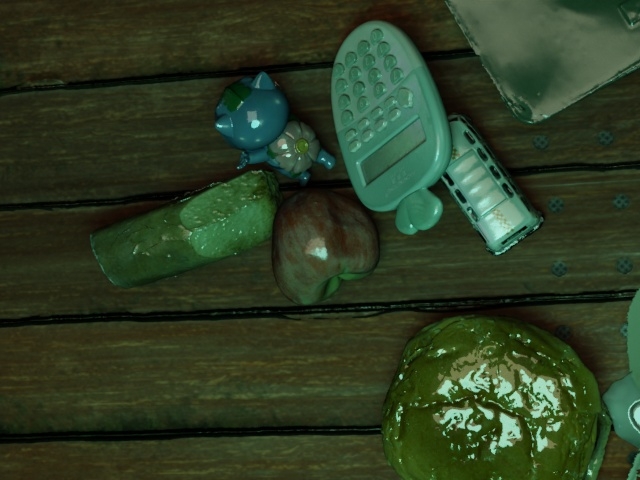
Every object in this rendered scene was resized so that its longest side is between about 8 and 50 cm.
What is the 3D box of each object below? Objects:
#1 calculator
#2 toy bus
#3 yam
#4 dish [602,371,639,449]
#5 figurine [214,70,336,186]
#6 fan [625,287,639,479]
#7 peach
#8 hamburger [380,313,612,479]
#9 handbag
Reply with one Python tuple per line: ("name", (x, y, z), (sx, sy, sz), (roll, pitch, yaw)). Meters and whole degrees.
("calculator", (0.092, -0.145, 1.695), (0.184, 0.042, 0.295), (-36, 64, 45))
("toy bus", (0.202, -0.078, 1.699), (0.087, 0.089, 0.194), (-35, 82, 11))
("yam", (-0.175, -0.013, 1.784), (0.259, 0.106, 0.106), (-20, 86, 14))
("dish", (0.421, 0.235, 1.677), (0.091, 0.039, 0.137), (-28, 83, 12))
("figurine", (-0.069, -0.148, 1.753), (0.114, 0.144, 0.178), (-45, 116, 10))
("fan", (0.437, 0.184, 1.621), (0.233, 0.012, 0.415), (34, 103, 52))
("peach", (0.000, 0.000, 1.733), (0.152, 0.152, 0.152), (0, 91, 13))
("hamburger", (0.223, 0.230, 1.675), (0.284, 0.134, 0.266), (18, 93, 14))
("handbag", (0.310, -0.304, 1.678), (0.260, 0.079, 0.248), (-29, 85, 11))
